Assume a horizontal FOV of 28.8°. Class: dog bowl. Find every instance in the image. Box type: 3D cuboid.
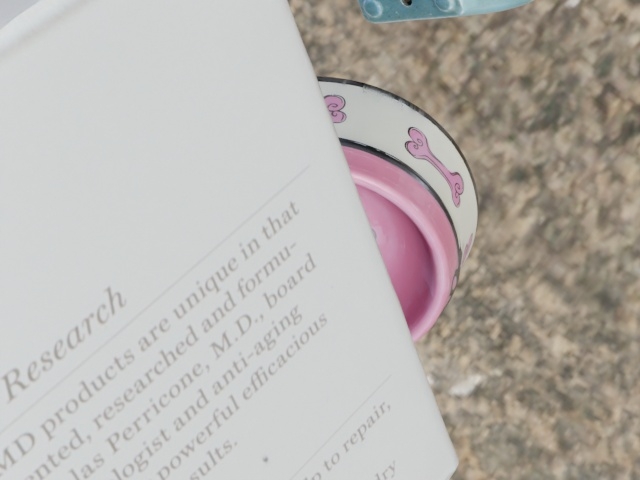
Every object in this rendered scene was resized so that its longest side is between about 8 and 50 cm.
[{"bbox_3d":[0.000,0.000,1.614,0.408,0.150,0.408,4,129,5],"label":"dog bowl"}]

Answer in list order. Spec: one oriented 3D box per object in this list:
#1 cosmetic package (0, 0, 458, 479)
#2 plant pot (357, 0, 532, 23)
[{"bbox_3d":[-0.185,0.047,0.681,0.329,0.327,0.394,19,142,44],"label":"cosmetic package"},{"bbox_3d":[0.148,-0.386,1.497,0.247,0.252,0.248,4,128,40],"label":"plant pot"}]
